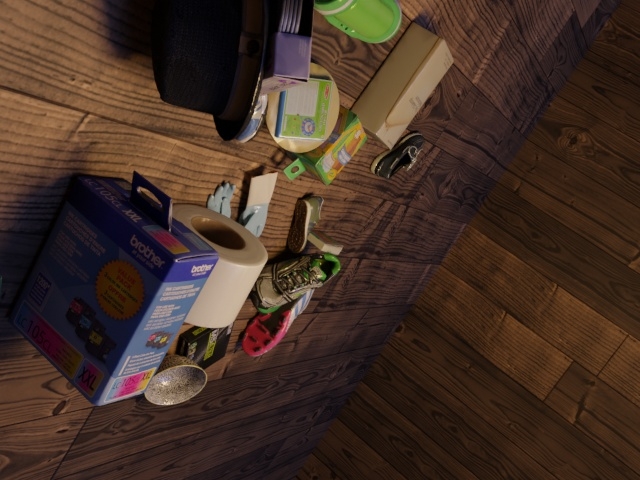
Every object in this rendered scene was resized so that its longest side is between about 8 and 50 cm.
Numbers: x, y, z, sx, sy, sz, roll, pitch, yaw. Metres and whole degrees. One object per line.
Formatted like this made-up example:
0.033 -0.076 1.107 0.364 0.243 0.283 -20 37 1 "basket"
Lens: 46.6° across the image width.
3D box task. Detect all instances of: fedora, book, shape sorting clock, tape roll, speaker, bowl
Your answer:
-0.197 -0.335 1.234 0.152 0.334 0.334 1 131 -23 "fedora"
0.000 0.000 2.261 0.035 0.096 0.144 -56 159 10 "book"
-0.042 -0.305 1.708 0.206 0.040 0.206 -11 112 -30 "shape sorting clock"
-0.259 0.052 1.632 0.246 0.246 0.169 -6 130 -61 "tape roll"
0.075 -0.515 1.597 0.131 0.131 0.296 -58 157 14 "speaker"
-0.399 0.362 2.009 0.170 0.080 0.170 -15 138 -14 "bowl"

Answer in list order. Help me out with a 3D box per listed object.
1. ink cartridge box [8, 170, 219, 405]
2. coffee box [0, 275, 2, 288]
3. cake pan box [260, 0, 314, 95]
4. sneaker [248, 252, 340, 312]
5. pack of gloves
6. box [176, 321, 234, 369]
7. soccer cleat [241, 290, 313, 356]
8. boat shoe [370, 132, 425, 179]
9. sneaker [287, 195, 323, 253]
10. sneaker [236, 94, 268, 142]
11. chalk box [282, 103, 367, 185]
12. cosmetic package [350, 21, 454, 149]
-0.375 0.063 1.385 0.395 0.270 0.151 -59 160 14 "ink cartridge box"
-0.637 0.122 1.263 0.184 0.040 0.113 -28 148 -45 "coffee box"
-0.077 -0.377 1.246 0.070 0.267 0.246 1 96 -21 "cake pan box"
-0.078 0.102 2.147 0.146 0.134 0.343 -22 -176 43 "sneaker"
-0.215 -0.067 1.834 0.195 0.046 0.232 -16 137 -38 "pack of gloves"
-0.334 0.303 2.129 0.184 0.045 0.191 -27 147 -43 "box"
-0.115 0.235 2.359 0.331 0.116 0.143 -53 158 0 "soccer cleat"
0.267 -0.271 2.399 0.254 0.079 0.095 -33 150 -40 "boat shoe"
-0.035 -0.050 2.155 0.086 0.064 0.192 -27 144 -38 "sneaker"
-0.153 -0.304 1.543 0.081 0.080 0.211 -13 126 -49 "sneaker"
-0.007 -0.234 1.845 0.213 0.132 0.132 -51 158 -5 "chalk box"
0.223 -0.421 2.046 0.309 0.113 0.160 -56 158 5 "cosmetic package"
